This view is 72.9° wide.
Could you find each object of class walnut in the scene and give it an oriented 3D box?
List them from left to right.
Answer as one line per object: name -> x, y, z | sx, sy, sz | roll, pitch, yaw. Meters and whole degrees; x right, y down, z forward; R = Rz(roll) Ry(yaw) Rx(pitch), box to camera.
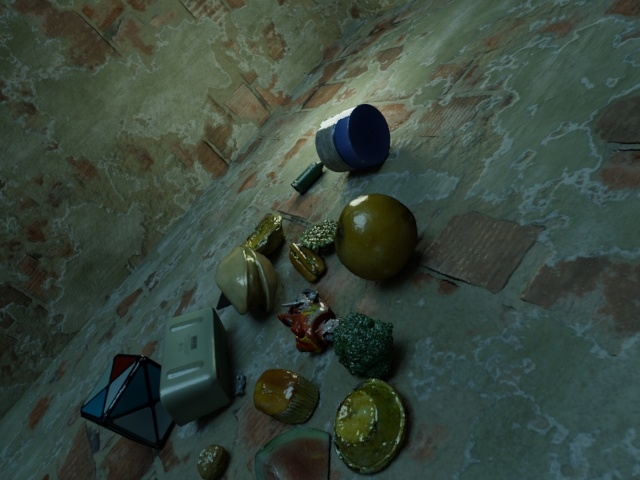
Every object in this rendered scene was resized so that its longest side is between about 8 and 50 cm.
walnut -> -0.315, 0.641, 1.254 | 0.096, 0.082, 0.079 | -61, 6, -23

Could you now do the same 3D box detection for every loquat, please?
loquat -> 0.157, -0.010, 1.295 | 0.263, 0.263, 0.263 | -30, 34, 23

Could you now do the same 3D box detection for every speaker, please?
speaker -> -0.434, 0.420, 1.527 | 0.184, 0.183, 0.406 | -20, 33, -4

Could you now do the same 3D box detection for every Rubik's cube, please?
Rubik's cube -> -0.664, 0.578, 1.574 | 0.250, 0.246, 0.248 | -11, 45, 43

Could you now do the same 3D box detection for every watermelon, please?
watermelon -> -0.045, 0.567, 1.056 | 0.207, 0.136, 0.202 | -26, 67, -19

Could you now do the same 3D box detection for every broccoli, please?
broccoli -> 0.113, 0.273, 1.123 | 0.195, 0.156, 0.196 | 0, 89, 33

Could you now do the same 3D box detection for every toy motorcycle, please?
toy motorcycle -> -0.033, 0.254, 1.360 | 0.171, 0.089, 0.298 | -49, 31, -5

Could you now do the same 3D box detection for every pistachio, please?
pistachio -> -0.276, 0.150, 1.645 | 0.229, 0.238, 0.321 | -9, 33, -20

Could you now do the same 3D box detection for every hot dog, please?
hot dog -> -0.059, 0.072, 1.626 | 0.100, 0.068, 0.249 | -45, 31, -1

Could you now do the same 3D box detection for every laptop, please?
laptop -> -0.391, 0.214, 1.903 | 0.129, 0.016, 0.180 | -25, 38, 31

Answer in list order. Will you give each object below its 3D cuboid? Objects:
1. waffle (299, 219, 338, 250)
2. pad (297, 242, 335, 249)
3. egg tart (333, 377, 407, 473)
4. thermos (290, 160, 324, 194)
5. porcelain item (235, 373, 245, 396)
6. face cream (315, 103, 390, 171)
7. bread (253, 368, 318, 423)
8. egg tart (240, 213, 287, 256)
waffle -> 0.005, -0.024, 1.641 | 0.169, 0.036, 0.183 | -26, 26, -13
pad -> 0.000, 0.000, 1.643 | 0.157, 0.003, 0.112 | 8, 36, 43
egg tart -> 0.102, 0.420, 1.008 | 0.212, 0.090, 0.213 | -31, 36, 27
thermos -> -0.050, -0.306, 2.068 | 0.188, 0.083, 0.073 | -45, 53, -3
porcelain item -> -0.266, 0.475, 1.434 | 0.036, 0.028, 0.083 | -40, 30, 14
face cream -> 0.130, -0.418, 1.807 | 0.225, 0.249, 0.249 | -3, 51, 49
bread -> -0.108, 0.435, 1.224 | 0.190, 0.114, 0.132 | -16, 44, 47
egg tart -> -0.238, 0.002, 1.883 | 0.290, 0.107, 0.291 | -41, 21, 20
